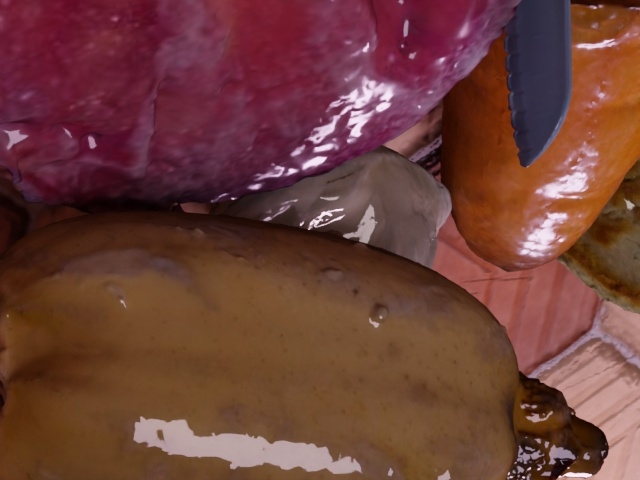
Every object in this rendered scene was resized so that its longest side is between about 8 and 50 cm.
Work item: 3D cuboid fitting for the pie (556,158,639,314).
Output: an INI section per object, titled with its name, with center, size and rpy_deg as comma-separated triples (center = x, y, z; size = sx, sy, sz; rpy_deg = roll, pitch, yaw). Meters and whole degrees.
[pie]
center = 0.255, -0.063, 0.983
size = 0.248, 0.201, 0.090
rpy_deg = -62, 166, 10

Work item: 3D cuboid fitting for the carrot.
[carrot]
center = 0.133, -0.075, 0.901
size = 0.159, 0.159, 0.225
rpy_deg = -9, 127, -28

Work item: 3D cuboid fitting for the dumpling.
[dumpling]
center = 0.000, 0.000, 0.873
size = 0.199, 0.118, 0.136
rpy_deg = -9, 132, -43

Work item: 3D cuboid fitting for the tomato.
[tomato]
center = -0.064, -0.158, 0.719
size = 0.335, 0.176, 0.290
rpy_deg = -18, 145, -19

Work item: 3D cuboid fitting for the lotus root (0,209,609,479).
[lotus root]
center = -0.013, 0.079, 0.761
size = 0.342, 0.151, 0.169
rpy_deg = 10, 73, -23

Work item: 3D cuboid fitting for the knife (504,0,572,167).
[knife]
center = 0.115, -0.188, 0.796
size = 0.019, 0.044, 0.313
rpy_deg = 24, 63, -51
